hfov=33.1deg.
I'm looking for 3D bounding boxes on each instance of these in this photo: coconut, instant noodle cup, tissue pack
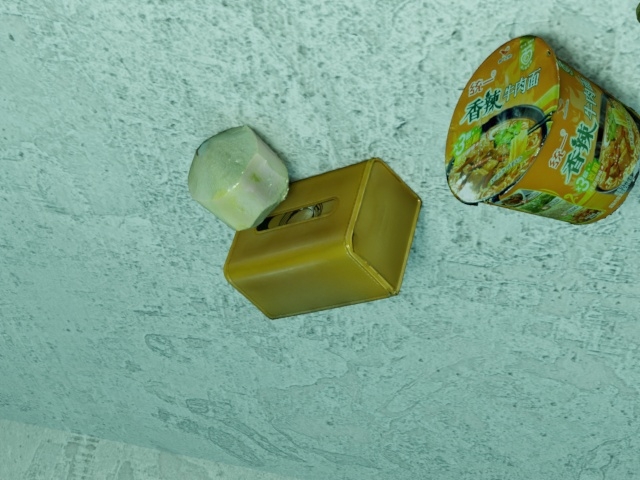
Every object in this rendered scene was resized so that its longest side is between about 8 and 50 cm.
[{"bbox_3d":[-0.136,-0.104,1.692,0.147,0.147,0.153,-9,143,34],"label":"coconut"},{"bbox_3d":[0.299,-0.128,1.412,0.182,0.230,0.230,19,150,-26],"label":"instant noodle cup"},{"bbox_3d":[0.000,0.000,1.749,0.274,0.194,0.145,-15,138,39],"label":"tissue pack"}]

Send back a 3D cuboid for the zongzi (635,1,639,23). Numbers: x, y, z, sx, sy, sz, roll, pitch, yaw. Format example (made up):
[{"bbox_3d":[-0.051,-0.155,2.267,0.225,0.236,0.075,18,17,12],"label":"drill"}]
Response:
[{"bbox_3d":[0.422,-0.285,1.273,0.083,0.040,0.076,-2,156,-6],"label":"zongzi"}]
